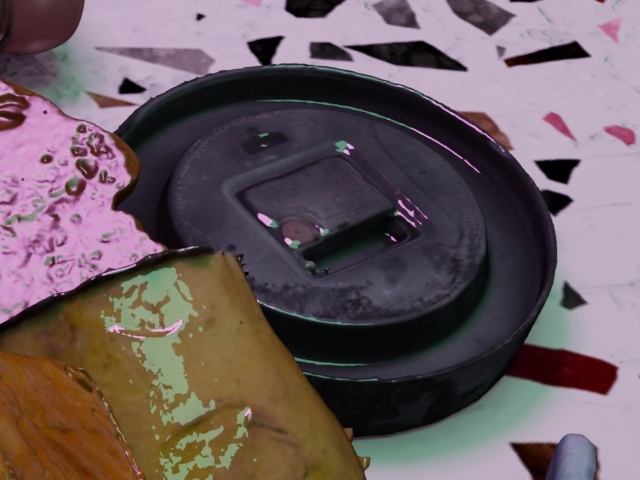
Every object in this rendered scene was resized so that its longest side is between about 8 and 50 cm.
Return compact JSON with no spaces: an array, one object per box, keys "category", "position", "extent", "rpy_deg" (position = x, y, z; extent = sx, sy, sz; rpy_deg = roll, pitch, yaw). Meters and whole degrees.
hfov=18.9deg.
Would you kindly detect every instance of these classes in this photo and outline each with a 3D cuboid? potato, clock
[{"category":"potato","position":[-0.075,0.156,1.051],"extent":[0.229,0.229,0.266],"rpy_deg":[-13,69,-26]},{"category":"clock","position":[0.001,-0.001,1.319],"extent":[0.319,0.066,0.319],"rpy_deg":[7,43,-7]}]

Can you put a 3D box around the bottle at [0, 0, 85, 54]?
[{"category":"bottle","position":[-0.323,-0.200,1.384],"extent":[0.297,0.173,0.206],"rpy_deg":[-9,13,-22]}]

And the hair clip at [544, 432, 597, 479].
[{"category":"hair clip","position":[-0.021,0.300,0.806],"extent":[0.238,0.318,0.392],"rpy_deg":[7,45,-4]}]

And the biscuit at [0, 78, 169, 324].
[{"category":"biscuit","position":[-0.227,-0.011,1.217],"extent":[0.290,0.041,0.208],"rpy_deg":[19,62,8]}]

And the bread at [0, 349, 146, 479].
[{"category":"bread","position":[-0.157,0.146,0.896],"extent":[0.149,0.158,0.143],"rpy_deg":[-39,69,5]}]
